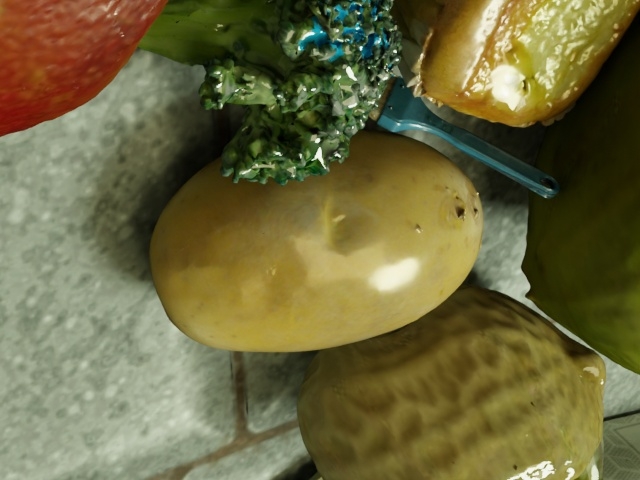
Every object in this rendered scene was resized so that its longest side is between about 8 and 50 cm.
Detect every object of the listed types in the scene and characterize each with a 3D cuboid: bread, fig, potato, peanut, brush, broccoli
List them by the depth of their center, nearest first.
[{"bbox_3d":[-0.030,-0.125,1.007,0.160,0.154,0.167,13,121,4],"label":"broccoli"},{"bbox_3d":[0.151,-0.215,1.061,0.152,0.119,0.288,12,115,-36],"label":"bread"},{"bbox_3d":[0.000,0.000,1.111,0.234,0.146,0.150,-13,100,-26],"label":"potato"},{"bbox_3d":[0.088,-0.072,1.111,0.164,0.051,0.014,28,131,-5],"label":"brush"},{"bbox_3d":[0.306,-0.041,1.168,0.343,0.343,0.343,-18,131,-23],"label":"fig"},{"bbox_3d":[0.104,0.128,1.232,0.233,0.196,0.110,-30,150,-16],"label":"peanut"}]

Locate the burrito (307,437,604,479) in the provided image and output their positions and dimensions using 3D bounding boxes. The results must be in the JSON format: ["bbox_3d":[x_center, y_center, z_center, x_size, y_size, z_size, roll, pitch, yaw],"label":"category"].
[{"bbox_3d":[0.090,0.241,1.340,0.332,0.190,0.135,-32,168,-8],"label":"burrito"}]

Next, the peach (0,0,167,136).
[{"bbox_3d":[-0.216,-0.202,0.693,0.373,0.373,0.289,36,65,-45],"label":"peach"}]

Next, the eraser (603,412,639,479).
[{"bbox_3d":[0.379,0.206,1.545,0.404,0.098,0.096,-9,126,-30],"label":"eraser"}]
